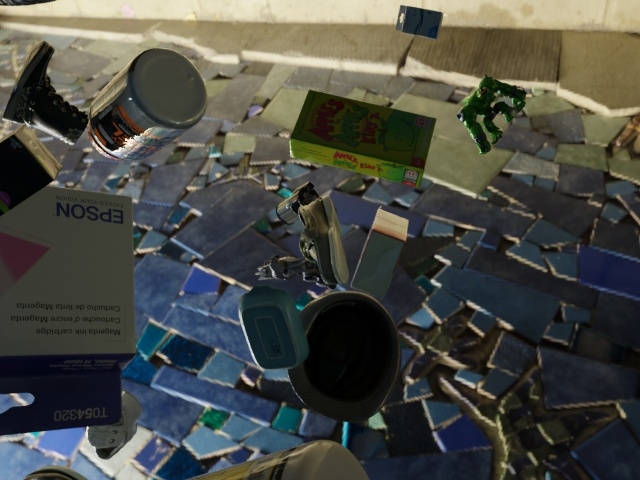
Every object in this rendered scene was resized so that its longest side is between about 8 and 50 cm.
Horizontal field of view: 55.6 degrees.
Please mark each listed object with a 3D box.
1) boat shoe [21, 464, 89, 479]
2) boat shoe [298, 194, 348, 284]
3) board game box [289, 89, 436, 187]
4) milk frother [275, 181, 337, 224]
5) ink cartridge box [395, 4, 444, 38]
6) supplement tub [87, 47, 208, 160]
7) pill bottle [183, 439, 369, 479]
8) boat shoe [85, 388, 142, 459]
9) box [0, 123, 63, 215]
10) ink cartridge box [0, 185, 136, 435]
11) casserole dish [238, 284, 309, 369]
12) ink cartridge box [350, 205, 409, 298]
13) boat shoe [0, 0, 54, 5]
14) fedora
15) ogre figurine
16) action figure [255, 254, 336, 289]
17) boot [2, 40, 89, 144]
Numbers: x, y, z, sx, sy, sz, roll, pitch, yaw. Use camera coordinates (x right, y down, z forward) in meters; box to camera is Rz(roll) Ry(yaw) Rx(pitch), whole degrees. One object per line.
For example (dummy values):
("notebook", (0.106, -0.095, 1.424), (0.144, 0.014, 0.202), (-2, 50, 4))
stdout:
("boat shoe", (-0.412, 0.461, 0.972), (0.340, 0.113, 0.127), (8, 104, 31))
("boat shoe", (0.001, 0.004, 1.364), (0.091, 0.305, 0.109), (-16, 123, 6))
("board game box", (0.058, -0.140, 0.828), (0.182, 0.092, 0.043), (14, 151, 6))
("milk frother", (-0.042, -0.101, 1.945), (0.143, 0.129, 0.135), (49, 141, -12))
("ink cartridge box", (0.178, -0.400, 1.108), (0.083, 0.028, 0.048), (16, 114, 14))
("supplement tub", (-0.453, -0.329, 1.541), (0.207, 0.207, 0.338), (44, 144, -23))
("pill bottle", (-0.106, 0.366, 0.708), (0.334, 0.187, 0.188), (-25, 122, 23))
("boat shoe", (-0.430, 0.380, 1.240), (0.098, 0.096, 0.277), (23, 141, 6))
("box", (-0.330, -0.072, 0.641), (0.083, 0.052, 0.062), (-32, 116, 3))
("ink cartridge box", (-0.405, 0.081, 0.785), (0.324, 0.329, 0.071), (6, 159, -38))
("casserole dish", (-0.091, 0.172, 1.130), (0.114, 0.037, 0.188), (-9, 114, 15))
("ink cartridge box", (0.115, 0.015, 1.127), (0.067, 0.198, 0.115), (20, 109, 4))
("boat shoe", (-0.423, -0.401, 0.916), (0.068, 0.190, 0.072), (7, 111, 62))
("fedora", (0.042, 0.245, 1.280), (0.244, 0.275, 0.124), (17, 156, -7))
("ogre figurine", (0.399, -0.308, 1.438), (0.118, 0.197, 0.097), (37, -175, -4))
("action figure", (-0.066, 0.079, 1.750), (0.186, 0.099, 0.285), (0, 170, 32))
("boot", (-0.635, -0.346, 1.457), (0.179, 0.085, 0.236), (25, 123, -31))
